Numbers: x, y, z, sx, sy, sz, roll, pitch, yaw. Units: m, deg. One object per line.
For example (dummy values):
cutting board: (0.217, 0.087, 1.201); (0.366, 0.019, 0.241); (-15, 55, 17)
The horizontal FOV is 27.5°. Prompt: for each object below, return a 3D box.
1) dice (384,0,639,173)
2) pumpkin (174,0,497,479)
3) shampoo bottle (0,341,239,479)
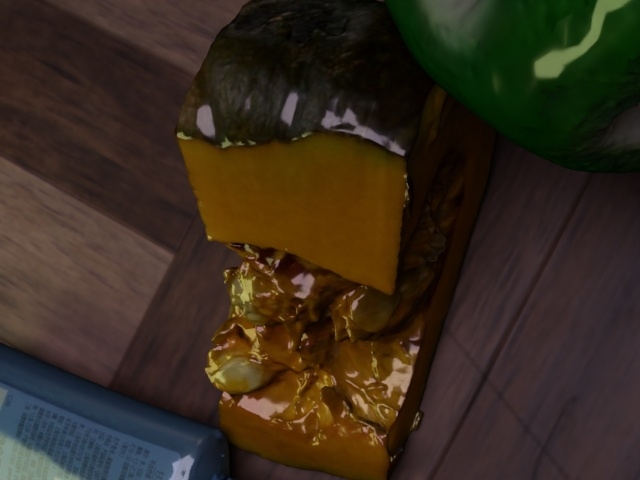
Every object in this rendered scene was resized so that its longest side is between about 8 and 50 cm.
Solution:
dice: (0.195, -0.216, 0.595); (0.297, 0.287, 0.300); (-9, 76, -22)
pumpkin: (0.001, 0.000, 0.738); (0.139, 0.190, 0.280); (15, 89, 20)
shampoo bottle: (-0.128, 0.149, 0.831); (0.258, 0.061, 0.104); (18, 98, 21)
